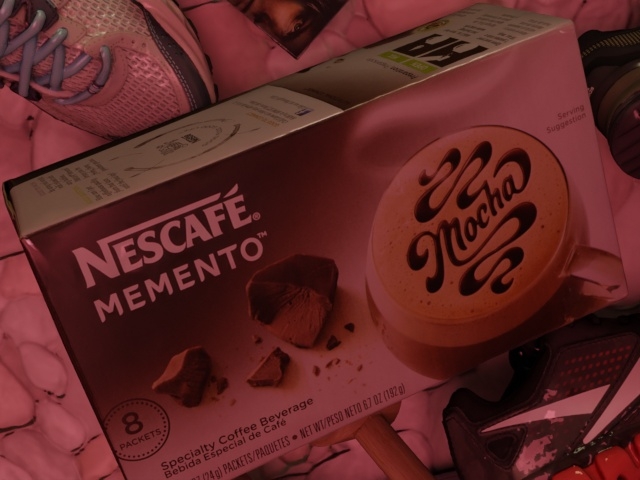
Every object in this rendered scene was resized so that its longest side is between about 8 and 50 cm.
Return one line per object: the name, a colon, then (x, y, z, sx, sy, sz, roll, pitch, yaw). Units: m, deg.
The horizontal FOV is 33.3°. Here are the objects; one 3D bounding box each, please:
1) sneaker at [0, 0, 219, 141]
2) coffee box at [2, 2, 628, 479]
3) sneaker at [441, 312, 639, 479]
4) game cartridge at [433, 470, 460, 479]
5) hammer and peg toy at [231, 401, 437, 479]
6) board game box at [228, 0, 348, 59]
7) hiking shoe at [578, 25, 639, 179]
sneaker: (-0.186, -0.122, 0.584, 0.283, 0.122, 0.110, 35, 123, -15)
coffee box: (0.000, 0.000, 0.589, 0.297, 0.119, 0.168, -22, 113, -12)
sneaker: (0.195, 0.084, 0.670, 0.276, 0.097, 0.135, -30, 76, -7)
game cartridge: (0.124, 0.297, 0.773, 0.198, 0.062, 0.297, -13, 108, 9)
hammer and peg toy: (-0.021, 0.261, 0.654, 0.127, 0.266, 0.361, 3, 116, -43)
board game box: (0.002, -0.209, 0.589, 0.126, 0.026, 0.186, 36, 101, -30)
hiking shoe: (0.239, -0.109, 0.613, 0.226, 0.114, 0.086, -10, 139, -25)
